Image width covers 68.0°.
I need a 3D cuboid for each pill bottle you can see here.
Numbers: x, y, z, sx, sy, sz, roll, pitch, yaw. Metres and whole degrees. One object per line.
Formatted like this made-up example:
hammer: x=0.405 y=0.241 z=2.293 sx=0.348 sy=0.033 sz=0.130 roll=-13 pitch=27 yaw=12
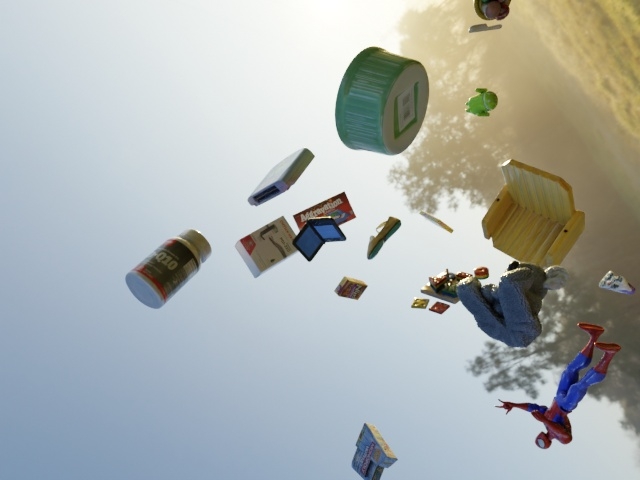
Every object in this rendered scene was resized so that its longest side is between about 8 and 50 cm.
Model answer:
pill bottle: x=-0.525 y=0.090 z=1.671 sx=0.161 sy=0.161 sz=0.283 roll=49 pitch=-132 yaw=-12

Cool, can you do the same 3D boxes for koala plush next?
koala plush: x=0.501 y=0.134 z=1.200 sx=0.221 sy=0.196 sz=0.204 roll=-35 pitch=-82 yaw=-35

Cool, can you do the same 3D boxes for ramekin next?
ramekin: x=0.190 y=-0.394 z=1.381 sx=0.148 sy=0.304 sz=0.303 roll=24 pitch=-171 yaw=32

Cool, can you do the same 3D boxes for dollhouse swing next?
dollhouse swing: x=0.823 y=-0.098 z=1.918 sx=0.304 sy=0.315 sz=0.346 roll=26 pitch=-172 yaw=-46

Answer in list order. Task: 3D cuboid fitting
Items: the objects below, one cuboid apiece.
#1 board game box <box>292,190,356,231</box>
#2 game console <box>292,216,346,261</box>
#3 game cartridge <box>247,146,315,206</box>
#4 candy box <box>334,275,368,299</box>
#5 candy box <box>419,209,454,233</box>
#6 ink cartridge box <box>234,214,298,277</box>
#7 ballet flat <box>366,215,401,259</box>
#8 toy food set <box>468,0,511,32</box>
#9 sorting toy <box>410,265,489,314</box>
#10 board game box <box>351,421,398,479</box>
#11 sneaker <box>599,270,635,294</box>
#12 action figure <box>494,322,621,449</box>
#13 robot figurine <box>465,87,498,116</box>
board game box: x=0.019 y=-0.117 z=2.302 sx=0.027 sy=0.281 sz=0.145 roll=-150 pitch=34 yaw=-84
game console: x=0.000 y=0.000 z=1.454 sx=0.144 sy=0.124 sz=0.085 roll=51 pitch=-138 yaw=-55
game cartridge: x=-0.142 y=-0.229 z=1.701 sx=0.060 sy=0.294 sz=0.196 roll=47 pitch=-120 yaw=-16
candy box: x=0.172 y=0.267 z=2.647 sx=0.186 sy=0.109 sz=0.053 roll=17 pitch=-159 yaw=-49
candy box: x=0.582 y=-0.095 z=2.390 sx=0.105 sy=0.027 sz=0.206 roll=30 pitch=-173 yaw=-20
ink cartridge box: x=-0.200 y=0.023 z=1.870 sx=0.217 sy=0.092 sz=0.159 roll=-32 pitch=-93 yaw=-29
ballet flat: x=0.251 y=-0.013 z=2.009 sx=0.073 sy=0.232 sz=0.080 roll=33 pitch=157 yaw=26
toy food set: x=0.555 y=-0.757 z=1.485 sx=0.128 sy=0.218 sz=0.071 roll=-4 pitch=-143 yaw=-9
sorting toy: x=0.391 y=0.133 z=1.461 sx=0.274 sy=0.132 sz=0.047 roll=-30 pitch=-62 yaw=-31
board game box: x=0.207 y=0.850 z=1.856 sx=0.060 sy=0.194 sz=0.194 roll=26 pitch=173 yaw=-27
sneaker: x=1.032 y=0.157 z=1.652 sx=0.071 sy=0.068 sz=0.170 roll=33 pitch=-167 yaw=4
action figure: x=0.437 y=0.290 z=0.905 sx=0.138 sy=0.281 sz=0.091 roll=7 pitch=-155 yaw=-2
robot figurine: x=0.563 y=-0.476 z=1.647 sx=0.067 sy=0.115 sz=0.101 roll=4 pitch=-98 yaw=-39
